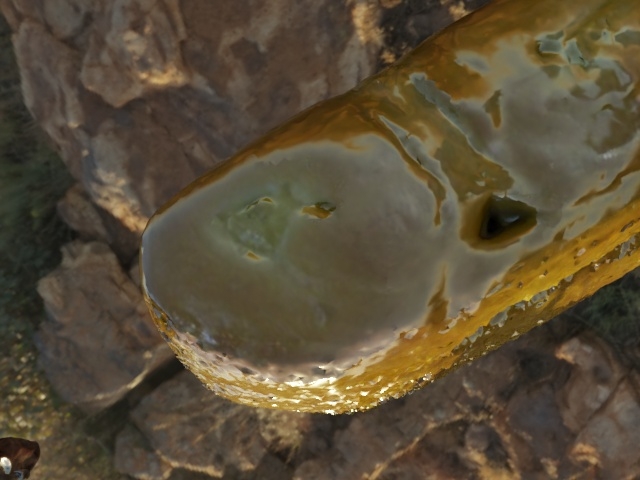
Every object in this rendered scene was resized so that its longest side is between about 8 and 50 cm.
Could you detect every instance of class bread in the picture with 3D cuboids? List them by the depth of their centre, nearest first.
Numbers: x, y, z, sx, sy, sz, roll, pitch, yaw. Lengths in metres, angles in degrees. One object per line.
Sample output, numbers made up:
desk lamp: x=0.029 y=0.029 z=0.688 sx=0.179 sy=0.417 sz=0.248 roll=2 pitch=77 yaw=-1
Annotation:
bread: x=0.071 y=0.008 z=0.482 sx=0.148 sy=0.327 sz=0.337 roll=56 pitch=172 yaw=15

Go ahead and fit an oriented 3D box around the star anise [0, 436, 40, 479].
star anise: x=-0.344 y=0.209 z=0.628 sx=0.282 sy=0.212 sz=0.129 roll=32 pitch=140 yaw=-11
